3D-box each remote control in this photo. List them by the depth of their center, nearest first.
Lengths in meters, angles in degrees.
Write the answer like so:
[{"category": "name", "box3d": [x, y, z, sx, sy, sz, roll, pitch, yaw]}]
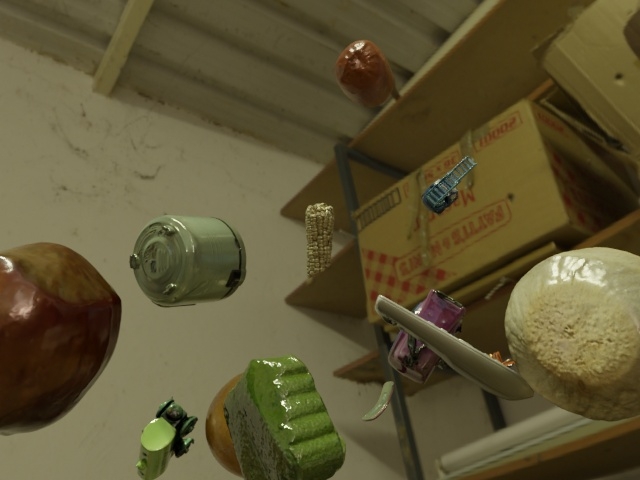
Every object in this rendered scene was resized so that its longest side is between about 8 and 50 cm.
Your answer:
[{"category": "remote control", "box3d": [0.231, 0.200, 1.109, 0.313, 0.055, 0.109, 30, -7, 9]}]

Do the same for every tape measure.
[{"category": "tape measure", "box3d": [0.287, 0.263, 1.628, 0.149, 0.231, 0.245, 29, -6, 16]}]

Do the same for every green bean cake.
[{"category": "green bean cake", "box3d": [-0.077, 0.352, 1.147, 0.125, 0.248, 0.222, -7, -33, -34]}]

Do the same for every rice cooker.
[{"category": "rice cooker", "box3d": [-0.308, 0.048, 1.461, 0.226, 0.226, 0.244, -34, -16, 30]}]

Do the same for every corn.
[{"category": "corn", "box3d": [0.000, 0.000, 1.723, 0.087, 0.210, 0.087, -2, 1, 0]}]

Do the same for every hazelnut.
[{"category": "hazelnut", "box3d": [-0.551, 0.175, 1.154, 0.366, 0.365, 0.365, -7, -35, -5]}]

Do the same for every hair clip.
[{"category": "hair clip", "box3d": [0.160, 0.440, 1.659, 0.022, 0.137, 0.054, 49, -36, -13]}]

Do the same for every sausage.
[{"category": "sausage", "box3d": [0.095, -0.349, 1.297, 0.114, 0.113, 0.259, -20, 0, 14]}]

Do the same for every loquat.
[{"category": "loquat", "box3d": [-0.144, 0.435, 1.457, 0.263, 0.263, 0.263, -7, -35, -5]}]

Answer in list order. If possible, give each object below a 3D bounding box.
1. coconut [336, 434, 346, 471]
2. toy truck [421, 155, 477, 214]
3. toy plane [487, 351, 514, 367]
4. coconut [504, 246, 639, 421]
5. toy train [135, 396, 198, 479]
[{"category": "coconut", "box3d": [0.018, 0.476, 1.380, 0.088, 0.088, 0.096, -3, -67, -10]}, {"category": "toy truck", "box3d": [0.281, -0.121, 1.337, 0.136, 0.063, 0.074, -44, -15, -9]}, {"category": "toy plane", "box3d": [0.480, 0.371, 1.709, 0.135, 0.062, 0.188, -28, 2, 28]}, {"category": "coconut", "box3d": [0.465, 0.150, 1.027, 0.329, 0.328, 0.328, -7, -35, -5]}, {"category": "toy train", "box3d": [-0.391, 0.499, 1.503, 0.105, 0.157, 0.253, 35, -41, 11]}]
